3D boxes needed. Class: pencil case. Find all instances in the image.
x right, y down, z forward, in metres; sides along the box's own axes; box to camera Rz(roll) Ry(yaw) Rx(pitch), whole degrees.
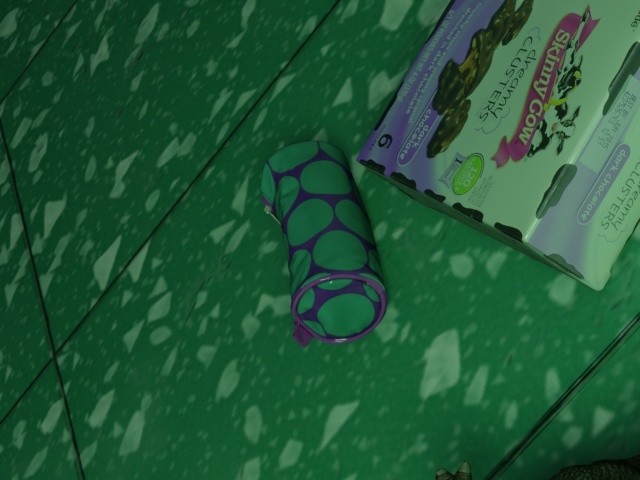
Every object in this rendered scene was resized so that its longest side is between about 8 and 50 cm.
[{"bbox_3d":[0.000,0.000,0.998,0.070,0.064,0.151,-31,39,13],"label":"pencil case"}]

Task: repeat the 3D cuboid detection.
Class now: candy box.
[{"bbox_3d":[0.131,-0.081,0.877,0.165,0.070,0.196,-59,31,0],"label":"candy box"}]

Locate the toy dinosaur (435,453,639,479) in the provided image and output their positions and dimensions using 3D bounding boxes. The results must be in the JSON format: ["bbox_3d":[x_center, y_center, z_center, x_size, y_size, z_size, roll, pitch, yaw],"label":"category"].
[{"bbox_3d":[0.111,0.183,0.648,0.313,0.121,0.160,-62,18,-12],"label":"toy dinosaur"}]
